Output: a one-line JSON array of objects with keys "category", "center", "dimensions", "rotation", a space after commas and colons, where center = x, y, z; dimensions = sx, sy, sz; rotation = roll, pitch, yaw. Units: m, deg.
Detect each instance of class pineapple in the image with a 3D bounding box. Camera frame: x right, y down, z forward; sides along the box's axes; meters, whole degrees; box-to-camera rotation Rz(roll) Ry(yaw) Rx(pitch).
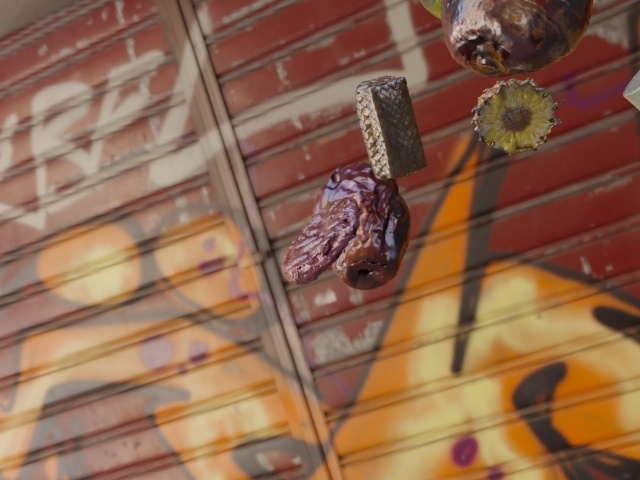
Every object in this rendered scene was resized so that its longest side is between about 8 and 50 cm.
[{"category": "pineapple", "center": [0.460, -0.293, 2.085], "dimensions": [0.221, 0.221, 0.047], "rotation": [-20, 31, 17]}]

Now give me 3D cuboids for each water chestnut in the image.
[{"category": "water chestnut", "center": [0.367, -0.437, 1.677], "dimensions": [0.289, 0.244, 0.289], "rotation": [-17, 13, 4]}]

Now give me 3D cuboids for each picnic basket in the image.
[{"category": "picnic basket", "center": [0.132, -0.206, 1.637], "dimensions": [0.110, 0.193, 0.055], "rotation": [-20, 8, -32]}]

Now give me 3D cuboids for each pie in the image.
[{"category": "pie", "center": [0.000, 0.000, 1.284], "dimensions": [0.154, 0.036, 0.154], "rotation": [-42, 19, 18]}]

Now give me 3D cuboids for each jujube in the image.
[{"category": "jujube", "center": [0.082, -0.034, 1.777], "dimensions": [0.197, 0.290, 0.197], "rotation": [-1, -45, -1]}]

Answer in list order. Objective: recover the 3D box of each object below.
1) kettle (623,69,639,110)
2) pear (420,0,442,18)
[{"category": "kettle", "center": [0.515, -0.189, 1.286], "dimensions": [0.127, 0.148, 0.098], "rotation": [-42, 8, 51]}, {"category": "pear", "center": [0.313, -0.665, 2.059], "dimensions": [0.165, 0.398, 0.399], "rotation": [-2, -9, -10]}]
